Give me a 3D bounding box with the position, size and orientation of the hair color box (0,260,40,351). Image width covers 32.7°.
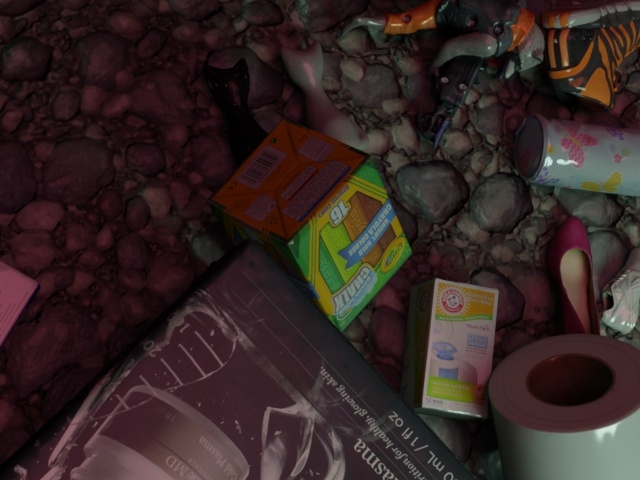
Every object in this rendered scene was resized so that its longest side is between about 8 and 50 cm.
[{"bbox_3d":[-0.577,0.058,1.476,0.339,0.110,0.185,32,73,-11],"label":"hair color box"}]

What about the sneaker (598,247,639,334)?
[{"bbox_3d":[0.513,0.078,1.839,0.061,0.053,0.152,22,74,-9],"label":"sneaker"}]

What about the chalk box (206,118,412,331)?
[{"bbox_3d":[0.000,0.000,1.596,0.180,0.179,0.289,-49,140,-17],"label":"chalk box"}]

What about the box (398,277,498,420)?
[{"bbox_3d":[0.198,0.170,1.695,0.114,0.103,0.203,12,76,-15],"label":"box"}]

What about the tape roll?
[{"bbox_3d":[0.383,0.274,1.631,0.246,0.246,0.169,-25,118,-20],"label":"tape roll"}]

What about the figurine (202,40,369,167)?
[{"bbox_3d":[-0.057,-0.203,1.705,0.215,0.092,0.209,-18,81,-21],"label":"figurine"}]

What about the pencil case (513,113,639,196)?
[{"bbox_3d":[0.465,-0.145,1.838,0.273,0.113,0.124,4,68,-17],"label":"pencil case"}]

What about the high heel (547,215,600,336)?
[{"bbox_3d":[0.424,0.071,1.778,0.082,0.117,0.244,15,75,-14],"label":"high heel"}]

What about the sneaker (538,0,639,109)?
[{"bbox_3d":[0.492,-0.323,1.890,0.321,0.124,0.180,-17,108,-35],"label":"sneaker"}]

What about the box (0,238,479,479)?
[{"bbox_3d":[-0.125,0.340,1.465,0.480,0.297,0.472,47,72,-4],"label":"box"}]

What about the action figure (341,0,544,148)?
[{"bbox_3d":[0.207,-0.338,1.768,0.330,0.178,0.341,19,73,-3],"label":"action figure"}]
